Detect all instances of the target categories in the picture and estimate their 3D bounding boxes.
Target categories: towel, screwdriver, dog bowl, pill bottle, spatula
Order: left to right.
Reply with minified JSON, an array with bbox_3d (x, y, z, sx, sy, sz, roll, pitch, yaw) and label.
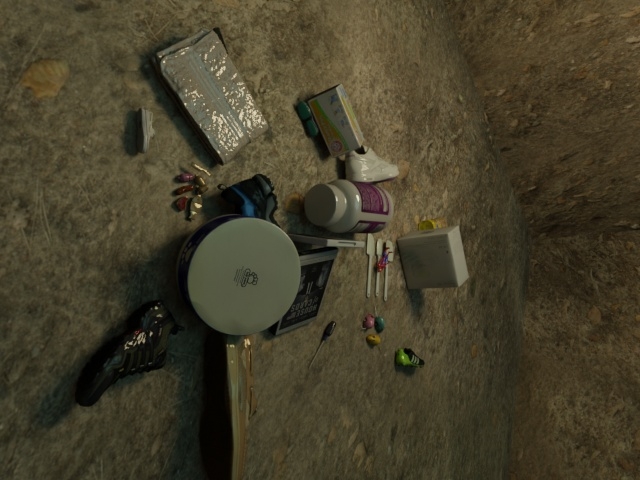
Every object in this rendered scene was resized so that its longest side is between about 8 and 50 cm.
[{"bbox_3d":[-0.256,-0.350,0.982,0.187,0.049,0.282,-48,120,-29],"label":"towel"},{"bbox_3d":[-0.181,0.075,0.911,0.265,0.104,0.265,-4,97,-30],"label":"dog bowl"},{"bbox_3d":[0.005,0.315,1.231,0.170,0.024,0.025,-54,153,-38],"label":"screwdriver"},{"bbox_3d":[0.092,-0.106,1.293,0.301,0.169,0.169,0,84,-51],"label":"pill bottle"},{"bbox_3d":[0.225,0.104,1.535,0.168,0.019,0.242,21,68,-48],"label":"spatula"}]

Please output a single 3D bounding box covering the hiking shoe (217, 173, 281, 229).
[{"bbox_3d":[-0.166,-0.014,1.042,0.132,0.113,0.304,-19,107,-20],"label":"hiking shoe"}]

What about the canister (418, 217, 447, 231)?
[{"bbox_3d":[0.533,-0.042,1.891,0.170,0.073,0.126,-15,95,-52],"label":"canister"}]

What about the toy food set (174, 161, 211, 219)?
[{"bbox_3d":[-0.303,-0.116,0.936,0.078,0.019,0.122,35,66,-41],"label":"toy food set"}]

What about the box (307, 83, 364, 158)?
[{"bbox_3d":[0.055,-0.391,1.325,0.203,0.103,0.114,64,22,-21],"label":"box"}]

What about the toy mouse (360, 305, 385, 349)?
[{"bbox_3d":[0.199,0.305,1.458,0.161,0.031,0.143,37,57,-41],"label":"toy mouse"}]

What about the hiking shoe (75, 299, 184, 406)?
[{"bbox_3d":[-0.349,0.224,0.767,0.114,0.086,0.227,55,46,-25],"label":"hiking shoe"}]

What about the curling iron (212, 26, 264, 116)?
[{"bbox_3d":[-0.224,-0.416,1.067,0.068,0.035,0.274,-38,114,-39],"label":"curling iron"}]

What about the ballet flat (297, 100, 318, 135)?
[{"bbox_3d":[-0.041,-0.390,1.291,0.041,0.041,0.114,-47,119,-44],"label":"ballet flat"}]

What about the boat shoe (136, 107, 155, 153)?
[{"bbox_3d":[-0.371,-0.232,0.862,0.035,0.035,0.100,5,73,-47],"label":"boat shoe"}]

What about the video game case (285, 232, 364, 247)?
[{"bbox_3d":[0.000,0.000,1.147,0.173,0.190,0.022,4,93,-50],"label":"video game case"}]

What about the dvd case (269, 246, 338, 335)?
[{"bbox_3d":[-0.044,0.134,1.107,0.179,0.029,0.239,-9,121,-50],"label":"dvd case"}]

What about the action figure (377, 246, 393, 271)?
[{"bbox_3d":[0.243,0.076,1.529,0.038,0.030,0.115,55,51,-31],"label":"action figure"}]

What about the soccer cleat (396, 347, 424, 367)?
[{"bbox_3d":[0.363,0.468,1.608,0.179,0.060,0.072,22,66,-44],"label":"soccer cleat"}]

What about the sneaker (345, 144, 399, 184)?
[{"bbox_3d":[0.196,-0.284,1.490,0.305,0.114,0.152,-18,98,-50],"label":"sneaker"}]

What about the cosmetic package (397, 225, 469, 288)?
[{"bbox_3d":[0.464,0.074,1.666,0.138,0.224,0.225,-25,102,-50],"label":"cosmetic package"}]

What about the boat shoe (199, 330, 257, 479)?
[{"bbox_3d":[-0.190,0.374,0.906,0.110,0.121,0.341,11,74,-48],"label":"boat shoe"}]
